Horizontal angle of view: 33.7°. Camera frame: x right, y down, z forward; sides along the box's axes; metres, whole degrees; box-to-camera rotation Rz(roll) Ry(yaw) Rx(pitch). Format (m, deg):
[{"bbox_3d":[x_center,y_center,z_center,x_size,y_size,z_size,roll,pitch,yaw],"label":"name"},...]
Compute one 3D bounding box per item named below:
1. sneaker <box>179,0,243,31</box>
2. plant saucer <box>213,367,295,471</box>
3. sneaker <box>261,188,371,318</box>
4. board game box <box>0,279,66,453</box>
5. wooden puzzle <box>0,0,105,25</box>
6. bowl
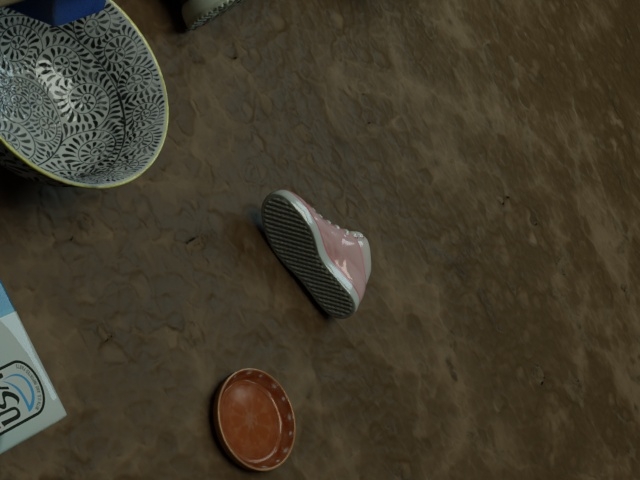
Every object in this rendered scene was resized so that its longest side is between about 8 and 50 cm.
[{"bbox_3d":[-0.065,-0.319,1.003,0.146,0.102,0.293,55,40,-11],"label":"sneaker"},{"bbox_3d":[-0.054,0.145,0.850,0.083,0.013,0.083,25,53,-39],"label":"plant saucer"},{"bbox_3d":[0.000,0.000,0.956,0.134,0.051,0.070,56,39,-17],"label":"sneaker"},{"bbox_3d":[-0.327,0.056,0.539,0.336,0.079,0.253,-28,93,-51],"label":"board game box"},{"bbox_3d":[-0.270,-0.182,0.616,0.322,0.080,0.348,24,39,21],"label":"wooden puzzle"},{"bbox_3d":[-0.200,-0.103,0.760,0.170,0.080,0.170,25,53,-39],"label":"bowl"}]
